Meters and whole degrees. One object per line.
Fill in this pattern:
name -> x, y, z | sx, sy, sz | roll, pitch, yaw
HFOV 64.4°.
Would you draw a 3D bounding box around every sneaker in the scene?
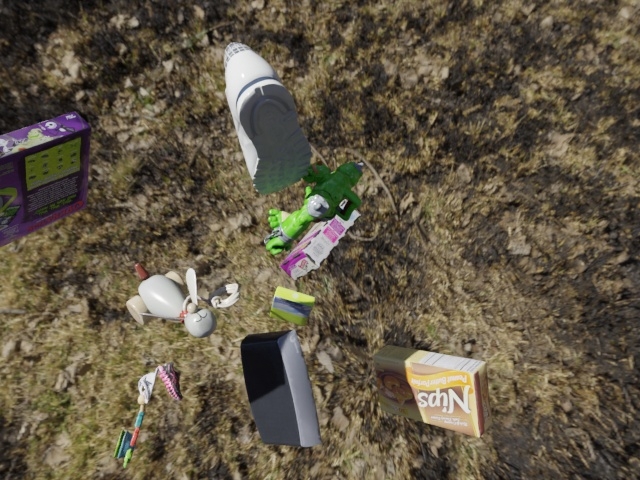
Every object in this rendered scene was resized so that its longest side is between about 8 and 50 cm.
sneaker -> -0.072, -0.148, 0.668 | 0.090, 0.235, 0.095 | -27, 65, -13
sneaker -> -0.428, 0.410, 1.491 | 0.057, 0.047, 0.119 | -29, 93, -41

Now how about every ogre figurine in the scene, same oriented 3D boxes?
ogre figurine -> 0.001, -0.062, 0.778 | 0.197, 0.118, 0.097 | -21, 80, -43

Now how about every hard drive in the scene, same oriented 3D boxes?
hard drive -> -0.096, 0.333, 1.132 | 0.171, 0.054, 0.255 | -14, 89, 39

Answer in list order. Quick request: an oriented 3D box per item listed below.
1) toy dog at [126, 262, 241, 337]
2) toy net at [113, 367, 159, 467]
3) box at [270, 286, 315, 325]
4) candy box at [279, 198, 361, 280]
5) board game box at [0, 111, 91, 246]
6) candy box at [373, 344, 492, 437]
toy dog -> -0.396, 0.141, 1.338 | 0.333, 0.161, 0.220 | -5, 34, 31
toy net -> -0.459, 0.431, 1.266 | 0.045, 0.122, 0.232 | 17, 77, -12
box -> -0.079, 0.182, 1.409 | 0.108, 0.178, 0.043 | 17, 62, -2
candy box -> 0.000, 0.000, 1.490 | 0.071, 0.159, 0.233 | 44, 58, -9
board game box -> -0.510, -0.053, 0.757 | 0.056, 0.208, 0.347 | 40, 46, 12
candy box -> 0.309, 0.414, 1.432 | 0.316, 0.087, 0.183 | 1, 105, 41
